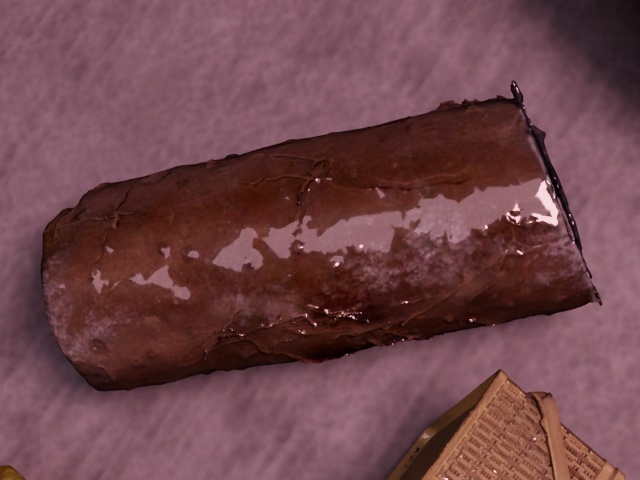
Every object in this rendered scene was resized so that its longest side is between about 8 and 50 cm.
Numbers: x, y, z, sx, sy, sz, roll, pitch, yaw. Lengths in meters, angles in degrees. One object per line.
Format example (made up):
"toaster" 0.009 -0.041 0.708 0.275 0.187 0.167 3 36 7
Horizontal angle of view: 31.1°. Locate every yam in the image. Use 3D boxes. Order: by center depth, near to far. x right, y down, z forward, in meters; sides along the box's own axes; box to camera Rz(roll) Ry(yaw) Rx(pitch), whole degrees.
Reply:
"yam" 0.000 0.001 0.620 0.279 0.131 0.131 -11 81 8

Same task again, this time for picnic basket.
"picnic basket" 0.062 0.154 0.565 0.079 0.115 0.164 41 61 4

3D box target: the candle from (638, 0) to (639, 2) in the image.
"candle" 0.267 -0.167 0.575 0.287 0.131 0.317 4 103 3

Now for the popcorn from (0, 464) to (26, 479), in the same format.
"popcorn" -0.144 0.242 0.563 0.250 0.235 0.242 8 90 -29
